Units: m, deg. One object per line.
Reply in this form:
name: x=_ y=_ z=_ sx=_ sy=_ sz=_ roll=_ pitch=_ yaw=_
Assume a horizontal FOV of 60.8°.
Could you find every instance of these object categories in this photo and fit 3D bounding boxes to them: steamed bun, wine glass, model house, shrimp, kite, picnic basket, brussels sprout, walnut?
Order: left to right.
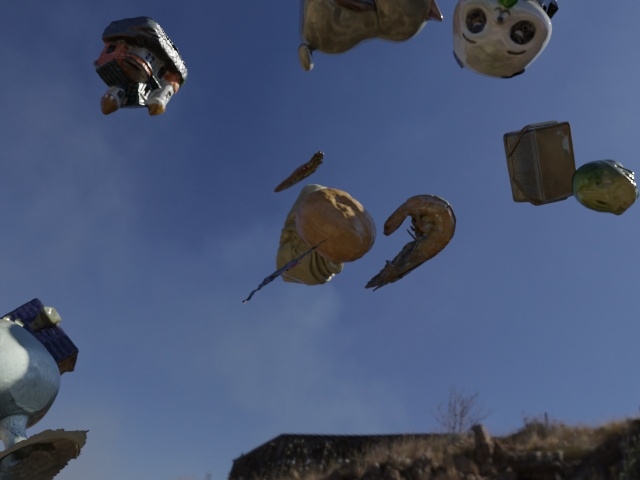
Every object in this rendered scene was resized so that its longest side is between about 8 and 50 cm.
wine glass: x=-0.607 y=0.314 z=1.044 sx=0.323 sy=0.238 sz=0.238 roll=45 pitch=-21 yaw=30
model house: x=-0.799 y=0.296 z=1.388 sx=0.245 sy=0.280 sz=0.312 roll=46 pitch=1 yaw=16
model house: x=-0.597 y=-0.514 z=1.754 sx=0.190 sy=0.301 sz=0.271 roll=4 pitch=-32 yaw=22
kite: x=-0.074 y=0.058 z=1.102 sx=0.009 sy=0.232 sz=0.189 roll=54 pitch=-26 yaw=-5
shrimp: x=-0.081 y=-0.246 z=1.990 sx=0.236 sy=0.133 sz=0.053 roll=-33 pitch=-97 yaw=20
steamed bun: x=0.000 y=-0.002 z=1.694 sx=0.203 sy=0.289 sz=0.276 roll=18 pitch=-19 yaw=14
walnut: x=0.040 y=-0.039 z=1.443 sx=0.225 sy=0.193 sz=0.193 roll=40 pitch=-21 yaw=31
shrimp: x=0.177 y=0.004 z=1.149 sx=0.143 sy=0.251 sz=0.052 roll=49 pitch=-7 yaw=-21
picnic basket: x=0.719 y=-0.250 z=1.774 sx=0.165 sy=0.267 sz=0.139 roll=-16 pitch=9 yaw=-21
brussels sprout: x=0.756 y=-0.141 z=1.453 sx=0.144 sy=0.180 sz=0.161 roll=-44 pitch=-95 yaw=15

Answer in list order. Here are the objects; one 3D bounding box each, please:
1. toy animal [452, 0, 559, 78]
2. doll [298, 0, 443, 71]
toy animal: x=0.401 y=-0.494 z=1.183 sx=0.212 sy=0.267 sz=0.212 roll=20 pitch=-19 yaw=7
doll: x=0.098 y=-0.587 z=1.373 sx=0.370 sy=0.215 sz=0.226 roll=-17 pitch=-74 yaw=0
